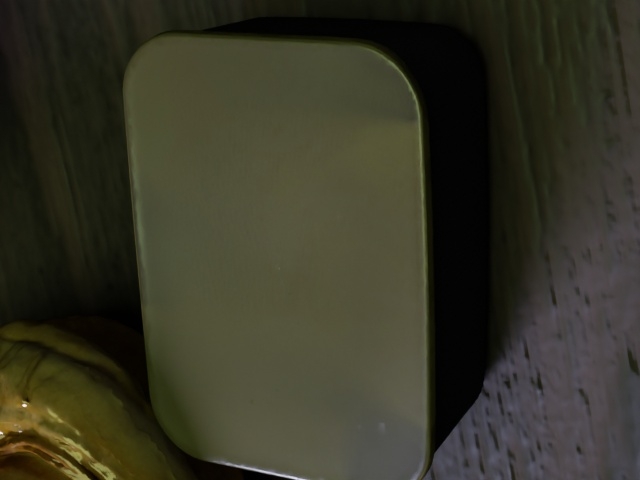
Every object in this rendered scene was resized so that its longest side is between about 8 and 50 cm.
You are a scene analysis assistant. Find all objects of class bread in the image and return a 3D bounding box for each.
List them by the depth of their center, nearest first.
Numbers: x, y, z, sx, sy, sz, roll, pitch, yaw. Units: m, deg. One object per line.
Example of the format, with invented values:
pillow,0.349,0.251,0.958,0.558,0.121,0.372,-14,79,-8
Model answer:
bread,-0.143,0.138,0.721,0.236,0.120,0.198,-22,98,40

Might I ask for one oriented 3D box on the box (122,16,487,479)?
box,0.000,0.000,0.620,0.144,0.090,0.201,6,109,28
